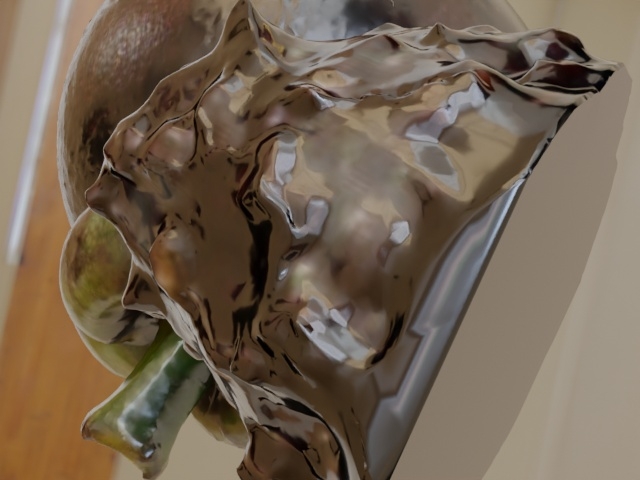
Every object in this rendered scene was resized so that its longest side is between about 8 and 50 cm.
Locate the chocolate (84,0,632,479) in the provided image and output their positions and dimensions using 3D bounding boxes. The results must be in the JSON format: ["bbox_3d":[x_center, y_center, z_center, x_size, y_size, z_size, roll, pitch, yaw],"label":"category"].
[{"bbox_3d":[0.000,0.000,0.694,0.224,0.177,0.206,-64,164,2],"label":"chocolate"}]

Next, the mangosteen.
[{"bbox_3d":[-0.005,-0.037,0.967,0.313,0.297,0.297,-79,-177,-72],"label":"mangosteen"}]
